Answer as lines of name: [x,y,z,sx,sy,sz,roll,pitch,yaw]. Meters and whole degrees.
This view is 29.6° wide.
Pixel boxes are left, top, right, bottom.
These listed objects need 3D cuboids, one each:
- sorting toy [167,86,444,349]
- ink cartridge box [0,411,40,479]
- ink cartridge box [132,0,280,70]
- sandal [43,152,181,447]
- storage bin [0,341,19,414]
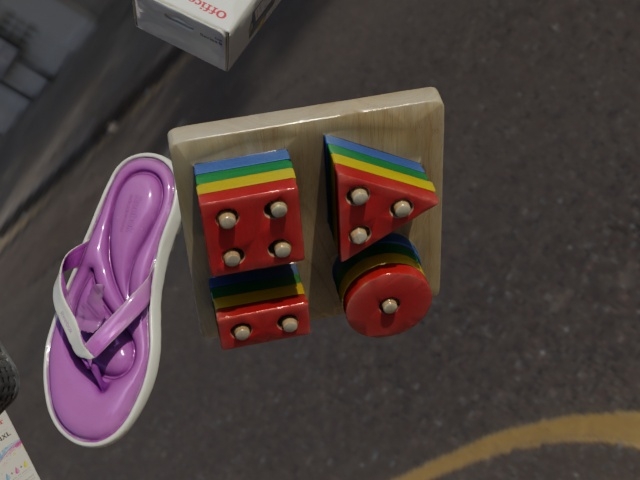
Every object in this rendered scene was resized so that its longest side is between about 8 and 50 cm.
sorting toy: [0.000,0.000,1.164,0.089,0.256,0.257,-107,10,-48]
ink cartridge box: [-0.414,0.249,1.440,0.092,0.143,0.090,-36,37,-28]
ink cartridge box: [-0.139,-0.360,1.666,0.212,0.154,0.093,-58,-12,-28]
sandal: [-0.293,0.066,1.625,0.169,0.102,0.416,2,70,21]
storage bin: [-0.347,0.089,0.995,0.122,0.180,0.084,-44,-20,23]
